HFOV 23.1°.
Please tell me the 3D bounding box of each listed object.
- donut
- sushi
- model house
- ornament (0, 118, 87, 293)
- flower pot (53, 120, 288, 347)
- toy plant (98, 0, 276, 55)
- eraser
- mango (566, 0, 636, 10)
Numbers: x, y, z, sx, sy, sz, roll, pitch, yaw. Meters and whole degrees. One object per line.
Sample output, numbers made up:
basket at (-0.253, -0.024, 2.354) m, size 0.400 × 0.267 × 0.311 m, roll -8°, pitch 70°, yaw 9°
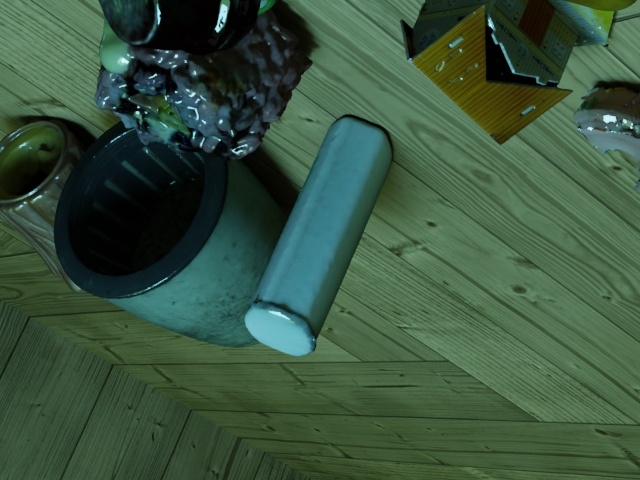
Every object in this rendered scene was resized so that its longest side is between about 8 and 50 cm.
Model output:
donut at (0.364, -0.113, 1.723) m, size 0.117 × 0.065 × 0.166 m, roll 2°, pitch 153°, yaw 48°
sushi at (-0.164, -0.208, 1.890) m, size 0.236 × 0.171 × 0.270 m, roll 34°, pitch 162°, yaw -30°
model house at (0.165, -0.205, 1.593) m, size 0.219 × 0.136 × 0.207 m, roll 37°, pitch 157°, yaw -34°
ornament at (-0.406, -0.066, 2.491) m, size 0.221 × 0.235 × 0.217 m, roll -16°, pitch 141°, yaw 22°
flower pot at (-0.182, 0.001, 2.313) m, size 0.294 × 0.293 × 0.330 m, roll 9°, pitch 163°, yaw 34°
toy plant at (-0.111, -0.284, 1.614) m, size 0.175 × 0.235 × 0.218 m, roll 62°, pitch 147°, yaw 5°
eraser at (0.000, 0.000, 2.069) m, size 0.104 × 0.290 × 0.189 m, roll 21°, pitch 161°, yaw 8°
mango at (0.234, -0.262, 1.453) m, size 0.184 × 0.085 × 0.102 m, roll 29°, pitch 160°, yaw -32°
